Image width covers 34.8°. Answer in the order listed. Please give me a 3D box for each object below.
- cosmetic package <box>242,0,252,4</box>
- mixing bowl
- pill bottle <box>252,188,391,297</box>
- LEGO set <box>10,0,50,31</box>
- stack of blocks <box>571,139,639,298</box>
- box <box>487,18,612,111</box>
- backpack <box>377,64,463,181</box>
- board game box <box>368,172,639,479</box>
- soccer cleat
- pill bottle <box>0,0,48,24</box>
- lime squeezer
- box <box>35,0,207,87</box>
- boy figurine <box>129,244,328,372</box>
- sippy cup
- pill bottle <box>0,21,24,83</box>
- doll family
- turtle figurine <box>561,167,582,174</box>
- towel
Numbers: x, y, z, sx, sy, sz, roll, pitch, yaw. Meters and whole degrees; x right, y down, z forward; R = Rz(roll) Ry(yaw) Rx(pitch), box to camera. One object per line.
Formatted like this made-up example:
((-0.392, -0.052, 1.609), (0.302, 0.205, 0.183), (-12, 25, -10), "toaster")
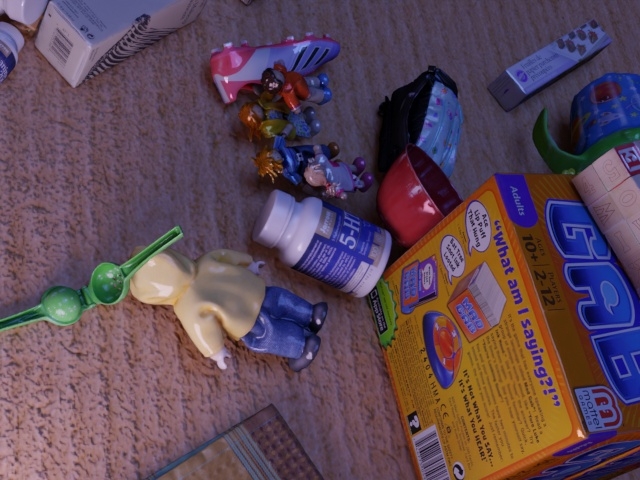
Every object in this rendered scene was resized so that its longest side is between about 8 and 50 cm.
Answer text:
((-0.080, -0.564, 1.789), (0.160, 0.113, 0.309), (43, 51, -1), "cosmetic package")
((0.150, -0.048, 1.565), (0.181, 0.098, 0.181), (45, 23, -25), "mixing bowl")
((0.000, 0.000, 1.510), (0.186, 0.112, 0.112), (24, 54, -15), "pill bottle")
((-0.412, -0.439, 1.569), (0.132, 0.107, 0.287), (-13, 71, 4), "LEGO set")
((0.479, 0.008, 1.325), (0.171, 0.087, 0.297), (-17, 73, -36), "stack of blocks")
((0.450, -0.344, 1.982), (0.324, 0.067, 0.063), (-32, 81, -38), "box")
((0.165, -0.176, 1.686), (0.115, 0.152, 0.182), (23, 60, -20), "backpack")
((0.337, 0.146, 1.453), (0.356, 0.356, 0.356), (-1, 64, -29), "board game box")
((-0.069, -0.282, 1.665), (0.248, 0.083, 0.095), (-14, 95, -37), "soccer cleat")
((-0.490, -0.385, 1.436), (0.208, 0.117, 0.117), (24, 53, 2), "pill bottle")
((-0.310, 0.072, 1.314), (0.310, 0.110, 0.059), (-25, 93, -6), "lime squeezer")
((-0.292, -0.348, 1.552), (0.094, 0.113, 0.275), (48, 53, 3), "box")
((-0.134, 0.091, 1.399), (0.285, 0.092, 0.177), (22, 55, -15), "boy figurine")
((0.554, -0.177, 1.857), (0.305, 0.240, 0.224), (36, 38, -35), "sippy cup")
((-0.466, -0.250, 1.427), (0.067, 0.067, 0.120), (32, 53, -9), "pill bottle")
((-0.042, -0.150, 1.577), (0.163, 0.118, 0.263), (-2, 61, -49), "doll family")
((0.397, -0.037, 1.708), (0.087, 0.217, 0.269), (-36, 77, -18), "turtle figurine")
((-0.124, 0.397, 1.264), (0.370, 0.040, 0.271), (-28, 80, -39), "towel")
